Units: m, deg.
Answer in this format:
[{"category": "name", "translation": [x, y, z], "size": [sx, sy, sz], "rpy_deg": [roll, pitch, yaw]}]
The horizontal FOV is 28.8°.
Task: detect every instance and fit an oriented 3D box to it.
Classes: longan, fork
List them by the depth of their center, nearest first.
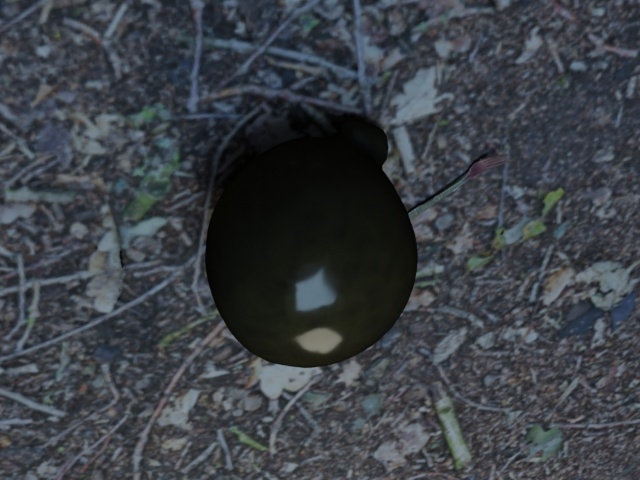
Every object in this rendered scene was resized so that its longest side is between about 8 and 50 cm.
[{"category": "longan", "translation": [0.000, 0.000, 0.967], "size": [0.185, 0.159, 0.204], "rpy_deg": [41, 68, -58]}, {"category": "fork", "translation": [0.112, -0.044, 1.067], "size": [0.115, 0.012, 0.016], "rpy_deg": [-33, 129, 14]}]
